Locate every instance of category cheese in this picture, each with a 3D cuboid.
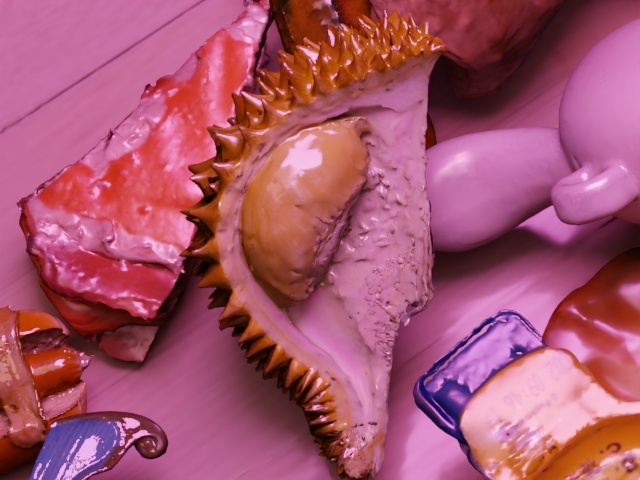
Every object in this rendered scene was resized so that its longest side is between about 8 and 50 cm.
[{"bbox_3d":[0.168,0.150,1.065,0.177,0.069,0.270,-40,63,-7],"label":"cheese"}]

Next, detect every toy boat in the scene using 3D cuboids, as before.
[{"bbox_3d":[-0.165,0.196,1.180,0.077,0.075,0.185,21,83,-3],"label":"toy boat"}]

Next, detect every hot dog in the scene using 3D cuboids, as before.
[{"bbox_3d":[-0.281,0.124,1.234,0.269,0.072,0.109,-19,79,0],"label":"hot dog"}]

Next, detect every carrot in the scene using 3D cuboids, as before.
[{"bbox_3d":[0.026,-0.103,1.257,0.082,0.082,0.173,-20,96,-1],"label":"carrot"}]

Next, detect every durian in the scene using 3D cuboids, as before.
[{"bbox_3d":[0.000,0.000,1.177,0.166,0.172,0.306,4,101,10],"label":"durian"}]

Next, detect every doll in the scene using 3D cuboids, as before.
[{"bbox_3d":[0.279,-0.098,1.161,0.376,0.187,0.365,18,44,43],"label":"doll"}]

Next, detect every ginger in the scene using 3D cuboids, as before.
[{"bbox_3d":[0.149,-0.222,1.231,0.130,0.221,0.275,39,113,52],"label":"ginger"}]

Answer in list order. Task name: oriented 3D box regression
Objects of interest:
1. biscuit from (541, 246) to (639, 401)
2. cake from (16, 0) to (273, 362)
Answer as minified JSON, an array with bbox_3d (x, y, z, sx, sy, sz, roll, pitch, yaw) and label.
[{"bbox_3d":[0.273,0.144,1.136,0.326,0.107,0.325,-4,65,9],"label":"biscuit"},{"bbox_3d":[-0.112,-0.064,1.275,0.135,0.098,0.287,24,74,17],"label":"cake"}]
